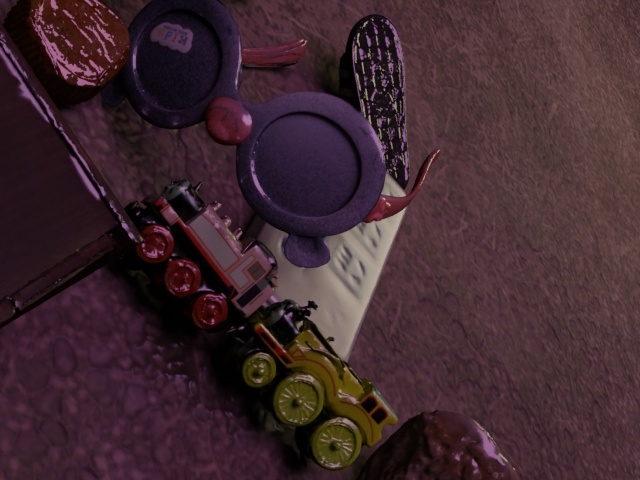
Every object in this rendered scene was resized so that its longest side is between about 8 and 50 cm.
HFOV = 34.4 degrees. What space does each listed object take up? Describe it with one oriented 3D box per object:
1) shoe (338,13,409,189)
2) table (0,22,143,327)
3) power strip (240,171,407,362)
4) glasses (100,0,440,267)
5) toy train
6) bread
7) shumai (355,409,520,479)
[{"bbox_3d":[0.045,-0.131,1.021,0.071,0.049,0.179,-5,89,-41],"label":"shoe"},{"bbox_3d":[-0.227,0.002,0.456,0.172,0.169,0.193,58,34,-6],"label":"table"},{"bbox_3d":[0.000,0.000,0.866,0.118,0.046,0.270,49,37,-18],"label":"power strip"},{"bbox_3d":[-0.021,-0.087,0.833,0.234,0.118,0.268,38,12,15],"label":"glasses"},{"bbox_3d":[-0.046,0.060,0.732,0.085,0.053,0.250,-44,108,-11],"label":"toy train"},{"bbox_3d":[-0.180,-0.135,0.719,0.085,0.053,0.085,17,65,-39],"label":"bread"},{"bbox_3d":[0.097,0.202,0.810,0.146,0.145,0.116,63,12,2],"label":"shumai"}]
